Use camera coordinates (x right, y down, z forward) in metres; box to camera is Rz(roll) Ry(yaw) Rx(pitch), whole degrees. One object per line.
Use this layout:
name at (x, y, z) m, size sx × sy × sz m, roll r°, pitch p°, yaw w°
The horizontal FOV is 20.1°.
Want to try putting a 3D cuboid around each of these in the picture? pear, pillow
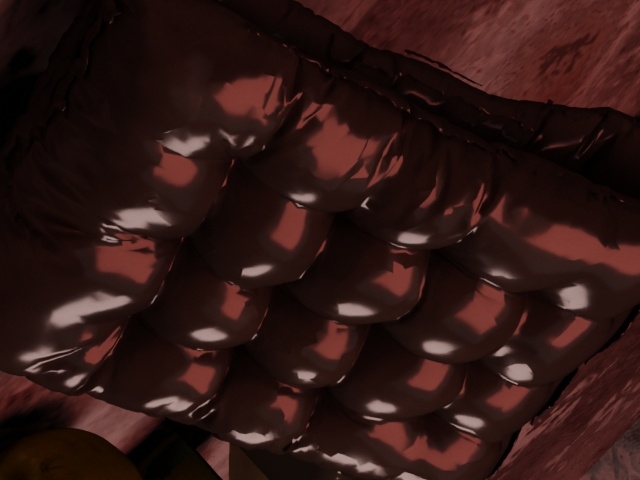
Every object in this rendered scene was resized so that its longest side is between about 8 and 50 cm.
pear at (-0.158, 0.168, 1.100) m, size 0.107 × 0.107 × 0.131 m, roll -41°, pitch 154°, yaw -9°
pillow at (0.000, 0.000, 0.822) m, size 0.326 × 0.101 × 0.228 m, roll 23°, pitch 126°, yaw -24°

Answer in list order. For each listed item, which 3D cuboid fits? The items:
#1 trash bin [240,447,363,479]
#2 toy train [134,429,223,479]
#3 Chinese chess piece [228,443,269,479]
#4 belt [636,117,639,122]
trash bin at (0.006, 0.030, 1.061) m, size 0.122 × 0.164 × 0.240 m, roll -35°, pitch 157°, yaw -28°
toy train at (-0.164, 0.262, 1.323) m, size 0.307 × 0.126 × 0.189 m, roll -42°, pitch 130°, yaw -5°
Chinese chess piece at (0.002, 0.148, 1.289) m, size 0.188 × 0.083 × 0.188 m, roll 3°, pitch 90°, yaw -69°
belt at (0.213, -0.019, 1.491) m, size 0.359 × 0.094 × 0.126 m, roll -18°, pitch 145°, yaw -56°
